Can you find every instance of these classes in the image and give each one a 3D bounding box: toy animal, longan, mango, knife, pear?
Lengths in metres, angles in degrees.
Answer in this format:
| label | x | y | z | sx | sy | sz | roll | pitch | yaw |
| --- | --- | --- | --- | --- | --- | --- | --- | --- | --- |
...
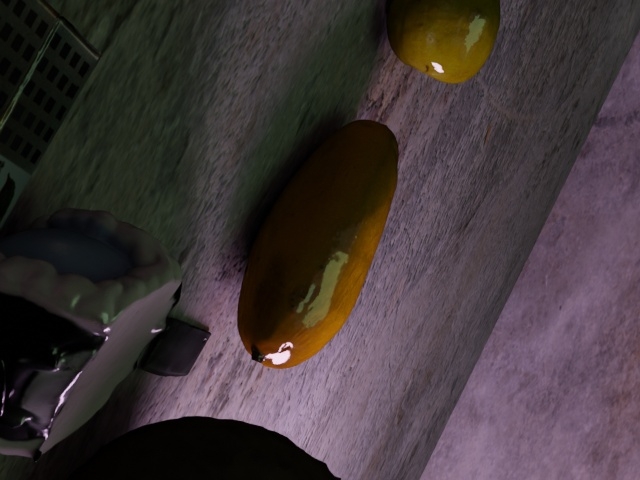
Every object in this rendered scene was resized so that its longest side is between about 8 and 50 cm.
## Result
| label | x | y | z | sx | sy | sz | roll | pitch | yaw |
| --- | --- | --- | --- | --- | --- | --- | --- | --- | --- |
| toy animal | -0.233 | 0.065 | 1.205 | 0.208 | 0.156 | 0.204 | -54 | 172 | 33 |
| longan | -0.130 | 0.387 | 1.539 | 0.391 | 0.391 | 0.391 | -51 | 157 | -32 |
| mango | 0.001 | -0.003 | 1.749 | 0.187 | 0.144 | 0.359 | 92 | 22 | -73 |
| knife | -0.179 | 0.122 | 1.621 | 0.072 | 0.019 | 0.245 | -61 | 162 | -4 |
| pear | 0.158 | -0.285 | 1.793 | 0.149 | 0.149 | 0.162 | -7 | 111 | -67 |

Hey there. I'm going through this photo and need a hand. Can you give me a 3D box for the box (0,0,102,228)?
| label | x | y | z | sx | sy | sz | roll | pitch | yaw |
| --- | --- | --- | --- | --- | --- | --- | --- | --- | --- |
| box | -0.278 | -0.126 | 1.011 | 0.180 | 0.047 | 0.325 | -61 | 160 | -7 |
